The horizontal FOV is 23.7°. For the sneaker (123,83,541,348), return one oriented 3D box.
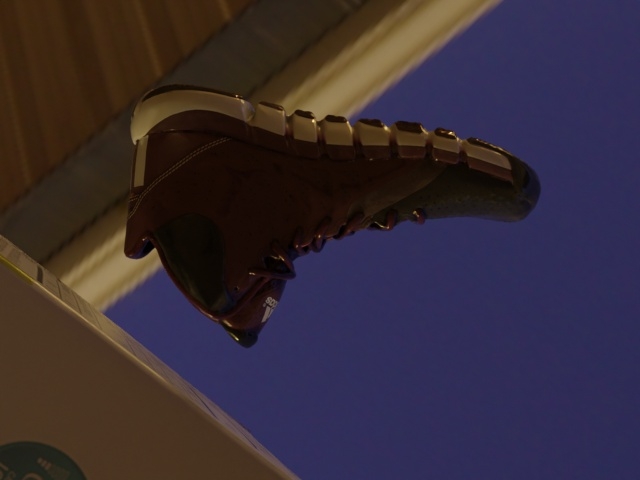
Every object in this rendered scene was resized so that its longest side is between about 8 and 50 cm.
[{"bbox_3d":[0.000,0.000,1.028,0.281,0.106,0.162,10,-102,2],"label":"sneaker"}]

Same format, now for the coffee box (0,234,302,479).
[{"bbox_3d":[-0.231,0.148,0.704,0.337,0.334,0.338,-53,-171,-7],"label":"coffee box"}]
